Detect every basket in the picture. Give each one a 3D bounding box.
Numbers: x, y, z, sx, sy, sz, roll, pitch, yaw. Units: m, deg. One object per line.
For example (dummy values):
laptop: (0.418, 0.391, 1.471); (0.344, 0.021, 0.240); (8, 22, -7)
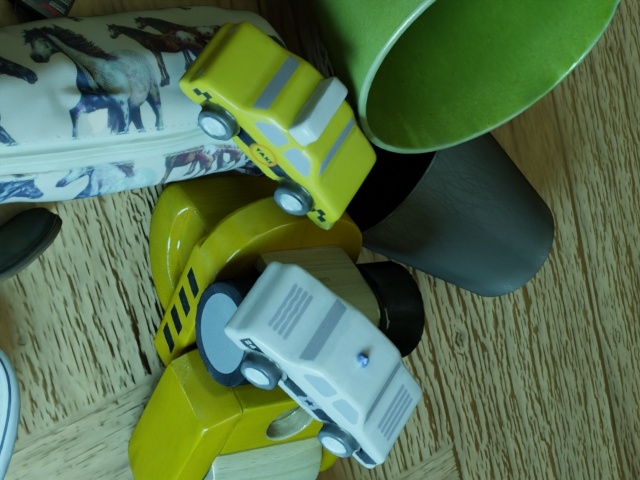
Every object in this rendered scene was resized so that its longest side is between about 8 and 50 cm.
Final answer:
basket: (0.133, -0.045, 1.569); (0.227, 0.154, 0.204); (34, 80, -40)

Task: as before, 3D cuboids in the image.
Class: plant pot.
plant pot: (0.085, -0.280, 1.386); (0.274, 0.293, 0.275); (-25, 154, -13)

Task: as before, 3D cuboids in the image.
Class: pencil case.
pencil case: (-0.204, -0.107, 1.279); (0.410, 0.183, 0.160); (-11, 136, -36)

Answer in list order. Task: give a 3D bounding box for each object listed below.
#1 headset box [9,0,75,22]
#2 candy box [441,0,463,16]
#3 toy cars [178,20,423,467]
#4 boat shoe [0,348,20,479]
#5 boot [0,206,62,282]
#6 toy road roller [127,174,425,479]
headset box: (-0.244, -0.232, 1.320); (0.062, 0.032, 0.083); (34, 76, -36)
candy box: (0.155, -0.306, 1.558); (0.053, 0.109, 0.187); (36, 77, -35)
toy cars: (0.000, 0.000, 1.246); (0.176, 0.087, 0.394); (-8, 86, -36)
boat shoe: (-0.380, 0.229, 1.210); (0.136, 0.156, 0.367); (33, 80, 9)
boot: (-0.317, 0.002, 1.274); (0.219, 0.082, 0.106); (-43, 109, -43)
toy road roller: (-0.072, 0.084, 1.437); (0.202, 0.240, 0.329); (-6, 139, -35)
